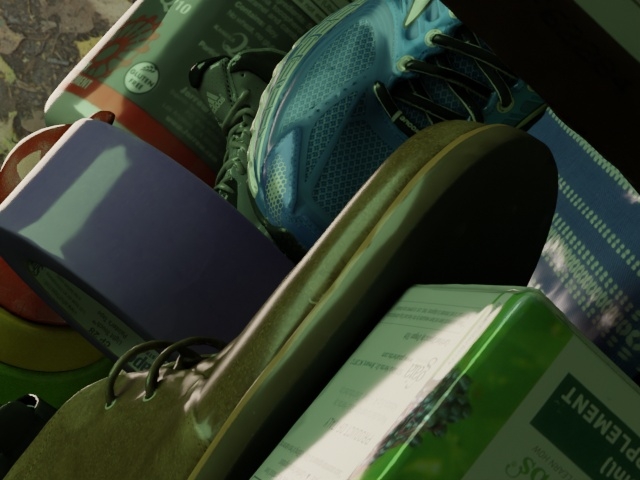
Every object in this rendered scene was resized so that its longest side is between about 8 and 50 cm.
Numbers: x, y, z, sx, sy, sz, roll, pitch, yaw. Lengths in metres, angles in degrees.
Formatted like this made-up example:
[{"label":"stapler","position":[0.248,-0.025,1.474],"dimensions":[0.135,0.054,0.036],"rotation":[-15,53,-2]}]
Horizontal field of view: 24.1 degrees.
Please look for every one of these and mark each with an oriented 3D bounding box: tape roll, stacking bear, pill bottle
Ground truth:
[{"label":"tape roll","position":[-0.091,0.024,0.839],"dimensions":[0.080,0.189,0.189],"rotation":[-51,12,-16]},{"label":"stacking bear","position":[-0.200,0.040,1.072],"dimensions":[0.289,0.164,0.175],"rotation":[-60,2,37]},{"label":"pill bottle","position":[-0.035,-0.166,1.226],"dimensions":[0.363,0.210,0.210],"rotation":[-50,11,-12]}]

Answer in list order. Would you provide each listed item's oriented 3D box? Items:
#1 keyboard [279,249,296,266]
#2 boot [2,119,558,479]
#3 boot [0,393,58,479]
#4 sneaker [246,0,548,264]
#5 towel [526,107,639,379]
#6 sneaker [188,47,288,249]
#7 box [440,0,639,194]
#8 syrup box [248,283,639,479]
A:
[{"label":"keyboard","position":[0.000,0.000,0.999],"dimensions":[0.180,0.023,0.108],"rotation":[-36,10,45]},{"label":"boot","position":[-0.040,0.065,0.524],"dimensions":[0.112,0.115,0.305],"rotation":[11,-59,-51]},{"label":"boot","position":[-0.112,0.125,0.706],"dimensions":[0.077,0.137,0.198],"rotation":[-53,12,-25]},{"label":"sneaker","position":[0.085,-0.117,0.815],"dimensions":[0.330,0.130,0.147],"rotation":[-51,9,-17]},{"label":"towel","position":[0.143,-0.038,0.588],"dimensions":[0.336,0.040,0.243],"rotation":[-48,13,9]},{"label":"sneaker","position":[-0.064,-0.057,1.059],"dimensions":[0.229,0.132,0.086],"rotation":[-47,7,-33]},{"label":"box","position":[0.179,-0.201,0.538],"dimensions":[0.191,0.143,0.381],"rotation":[-39,16,39]},{"label":"syrup box","position":[-0.002,0.129,0.389],"dimensions":[0.237,0.093,0.096],"rotation":[-50,12,-11]}]
